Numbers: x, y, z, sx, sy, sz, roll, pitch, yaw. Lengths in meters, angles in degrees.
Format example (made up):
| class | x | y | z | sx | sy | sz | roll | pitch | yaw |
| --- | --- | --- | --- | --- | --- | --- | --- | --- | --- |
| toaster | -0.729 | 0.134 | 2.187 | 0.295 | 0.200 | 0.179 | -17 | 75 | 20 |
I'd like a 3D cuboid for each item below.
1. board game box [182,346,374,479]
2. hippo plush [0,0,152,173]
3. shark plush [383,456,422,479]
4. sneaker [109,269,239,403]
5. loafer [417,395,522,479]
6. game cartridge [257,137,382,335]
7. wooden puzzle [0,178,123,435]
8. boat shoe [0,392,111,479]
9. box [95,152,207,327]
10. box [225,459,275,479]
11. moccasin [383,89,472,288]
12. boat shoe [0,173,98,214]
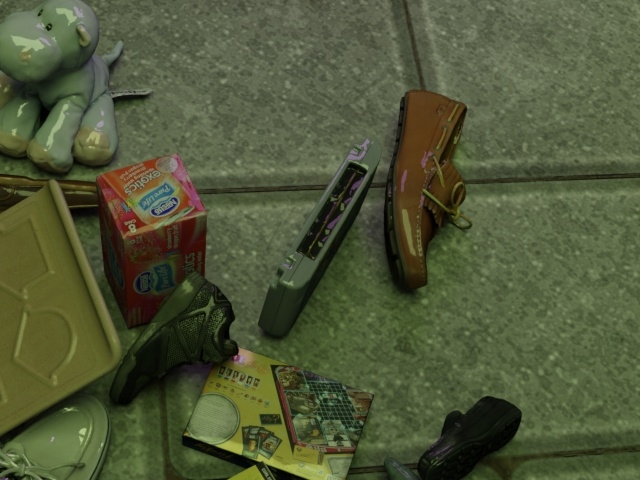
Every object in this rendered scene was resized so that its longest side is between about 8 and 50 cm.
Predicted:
| class | x | y | z | sx | sy | sz | roll | pitch | yaw |
| --- | --- | --- | --- | --- | --- | --- | --- | --- | --- |
| board game box | -0.061 | 0.264 | 1.730 | 0.243 | 0.042 | 0.165 | 20 | 58 | 4 |
| hippo plush | -0.405 | -0.264 | 1.883 | 0.294 | 0.236 | 0.234 | -24 | 65 | -21 |
| shark plush | 0.138 | 0.365 | 1.650 | 0.073 | 0.067 | 0.161 | -21 | 25 | -11 |
| sneaker | -0.205 | 0.168 | 1.706 | 0.130 | 0.087 | 0.227 | 39 | 92 | 2 |
| loafer | 0.208 | 0.289 | 1.717 | 0.078 | 0.076 | 0.223 | 30 | 35 | 32 |
| game cartridge | 0.000 | 0.000 | 1.806 | 0.062 | 0.198 | 0.297 | 26 | 60 | 8 |
| wooden puzzle | -0.455 | 0.126 | 1.670 | 0.348 | 0.080 | 0.322 | -33 | 60 | 9 |
| boat shoe | -0.415 | 0.333 | 1.570 | 0.136 | 0.156 | 0.367 | 34 | 61 | 12 |
| box | -0.248 | 0.005 | 1.733 | 0.128 | 0.256 | 0.122 | -17 | 60 | -18 |
| box | -0.167 | 0.393 | 1.614 | 0.232 | 0.087 | 0.058 | -26 | 64 | -20 |
| moccasin | 0.184 | -0.086 | 1.933 | 0.147 | 0.139 | 0.380 | 7 | 49 | 6 |
| boat shoe | -0.429 | -0.064 | 1.865 | 0.207 | 0.073 | 0.073 | 4 | 96 | -2 |
